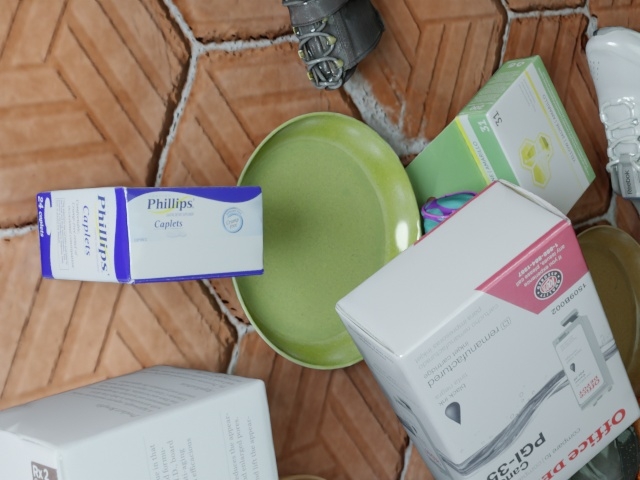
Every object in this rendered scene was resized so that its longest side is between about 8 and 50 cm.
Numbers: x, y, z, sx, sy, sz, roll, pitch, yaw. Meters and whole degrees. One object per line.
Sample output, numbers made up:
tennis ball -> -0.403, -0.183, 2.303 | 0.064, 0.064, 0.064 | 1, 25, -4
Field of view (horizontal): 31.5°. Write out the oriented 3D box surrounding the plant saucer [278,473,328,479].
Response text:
plant saucer -> -0.039, 0.307, 1.020 | 0.200, 0.037, 0.199 | -5, 97, -44

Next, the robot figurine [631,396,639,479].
robot figurine -> 0.433, 0.259, 1.358 | 0.158, 0.128, 0.219 | -51, 136, -16

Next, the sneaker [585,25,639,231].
sneaker -> 0.397, -0.125, 1.374 | 0.129, 0.111, 0.297 | -46, 116, -25

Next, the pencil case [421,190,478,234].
pencil case -> 0.144, 0.028, 1.159 | 0.065, 0.070, 0.151 | -10, 110, 2

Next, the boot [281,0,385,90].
boot -> -0.023, -0.241, 1.003 | 0.263, 0.091, 0.228 | -43, 118, -52

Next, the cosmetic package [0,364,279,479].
cosmetic package -> -0.147, 0.193, 0.866 | 0.184, 0.151, 0.151 | -13, 99, -39

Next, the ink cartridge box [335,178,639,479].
ink cartridge box -> 0.172, 0.117, 1.093 | 0.207, 0.117, 0.283 | -38, 126, -11

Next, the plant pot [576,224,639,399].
plant pot -> 0.330, 0.100, 1.355 | 0.236, 0.032, 0.236 | 1, 89, -40

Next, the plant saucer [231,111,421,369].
plant saucer -> 0.000, 0.000, 1.071 | 0.241, 0.037, 0.240 | 0, 89, -40

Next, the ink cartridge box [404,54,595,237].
ink cartridge box -> 0.195, -0.067, 1.231 | 0.235, 0.056, 0.171 | -47, 118, -33

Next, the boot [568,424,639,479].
boot -> 0.296, 0.323, 1.305 | 0.161, 0.083, 0.246 | -25, 111, -23

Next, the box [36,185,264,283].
box -> -0.134, -0.006, 0.890 | 0.126, 0.137, 0.072 | -3, 92, -41
